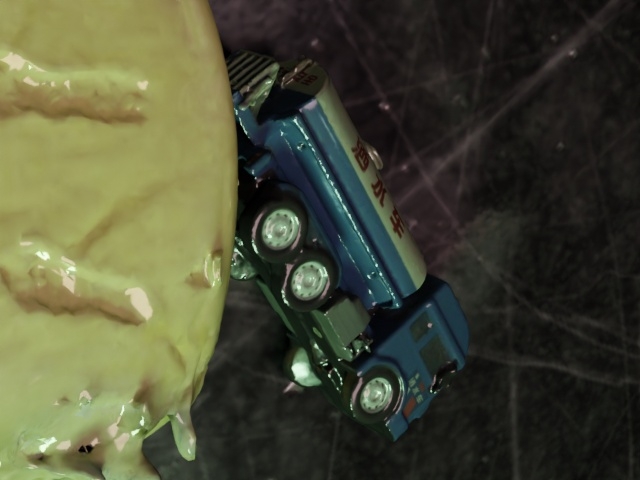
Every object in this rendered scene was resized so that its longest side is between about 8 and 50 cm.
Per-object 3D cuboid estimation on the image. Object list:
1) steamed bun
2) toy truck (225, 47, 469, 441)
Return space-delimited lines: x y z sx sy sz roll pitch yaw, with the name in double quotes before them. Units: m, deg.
"steamed bun" -0.156 -0.033 0.541 0.232 0.166 0.272 -10 90 -36
"toy truck" 0.000 0.000 0.708 0.088 0.074 0.201 -42 123 -19
